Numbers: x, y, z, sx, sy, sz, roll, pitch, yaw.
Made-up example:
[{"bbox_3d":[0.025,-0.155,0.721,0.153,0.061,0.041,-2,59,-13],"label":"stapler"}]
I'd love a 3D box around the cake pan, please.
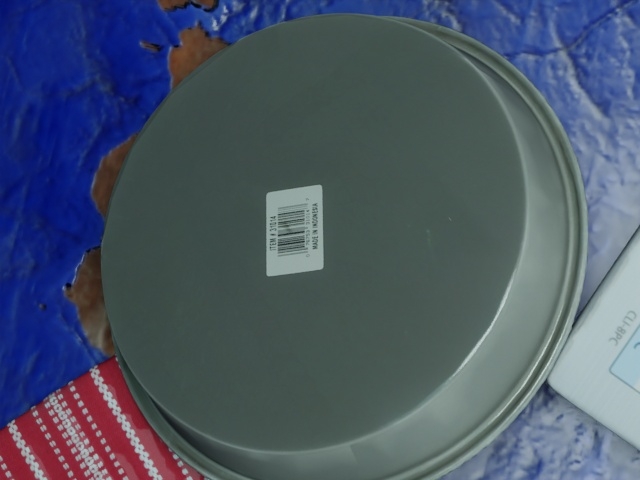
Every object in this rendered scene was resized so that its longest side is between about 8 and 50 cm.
[{"bbox_3d":[0.000,0.000,0.950,0.293,0.054,0.293,-7,70,21],"label":"cake pan"}]

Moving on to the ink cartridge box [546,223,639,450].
[{"bbox_3d":[0.354,0.052,0.860,0.385,0.091,0.308,35,110,13],"label":"ink cartridge box"}]

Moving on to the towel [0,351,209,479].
[{"bbox_3d":[-0.148,0.201,1.010,0.275,0.031,0.199,-34,80,5],"label":"towel"}]
